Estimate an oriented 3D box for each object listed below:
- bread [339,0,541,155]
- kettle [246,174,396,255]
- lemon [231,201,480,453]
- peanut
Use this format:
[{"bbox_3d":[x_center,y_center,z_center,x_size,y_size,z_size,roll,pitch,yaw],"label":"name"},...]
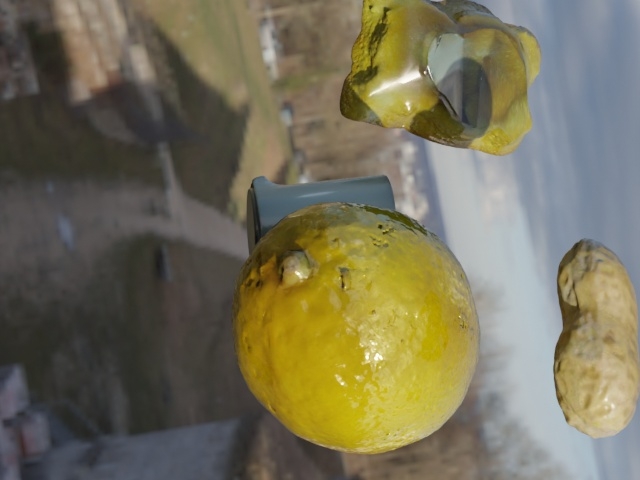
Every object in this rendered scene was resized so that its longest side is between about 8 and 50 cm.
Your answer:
[{"bbox_3d":[0.144,-0.184,1.694,0.088,0.233,0.161,26,-77,61],"label":"bread"},{"bbox_3d":[-0.001,-0.003,1.615,0.098,0.148,0.127,-116,-157,-67],"label":"kettle"},{"bbox_3d":[0.034,0.081,1.443,0.263,0.236,0.236,4,73,-52],"label":"lemon"},{"bbox_3d":[0.235,0.082,1.336,0.080,0.080,0.175,65,24,-72],"label":"peanut"}]
